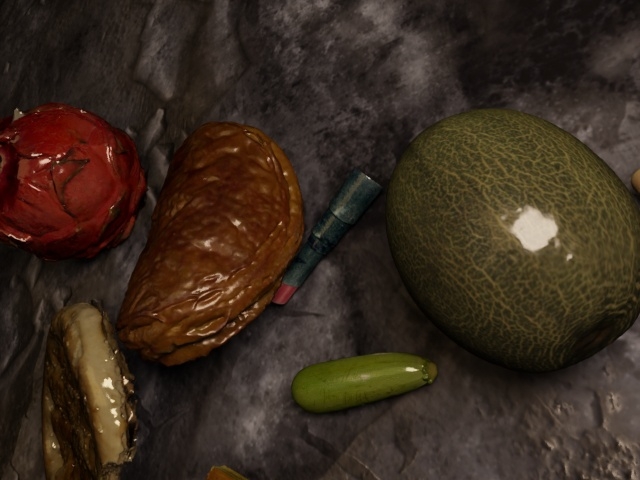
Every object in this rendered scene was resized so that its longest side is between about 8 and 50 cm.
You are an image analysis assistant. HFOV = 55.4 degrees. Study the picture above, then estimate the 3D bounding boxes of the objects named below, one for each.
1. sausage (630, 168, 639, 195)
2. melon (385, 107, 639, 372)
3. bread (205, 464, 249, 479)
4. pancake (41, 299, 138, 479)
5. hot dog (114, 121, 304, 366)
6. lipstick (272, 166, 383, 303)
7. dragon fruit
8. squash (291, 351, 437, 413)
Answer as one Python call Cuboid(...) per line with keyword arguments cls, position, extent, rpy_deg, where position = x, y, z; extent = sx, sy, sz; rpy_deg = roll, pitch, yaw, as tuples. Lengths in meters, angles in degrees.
Cuboid(cls="sausage", position=(0.428, 0.027, 0.587), extent=(0.066, 0.066, 0.301), rpy_deg=(-41, 50, 13))
Cuboid(cls="melon", position=(0.193, -0.010, 0.648), extent=(0.237, 0.237, 0.301), rpy_deg=(-40, 48, 13))
Cuboid(cls="bread", position=(-0.123, 0.365, 0.824), extent=(0.095, 0.035, 0.090), rpy_deg=(14, 78, 37))
Cuboid(cls="pancake", position=(-0.354, 0.271, 0.910), extent=(0.382, 0.071, 0.381), rpy_deg=(8, 100, 54))
Cuboid(cls="hot dog", position=(-0.164, 0.007, 0.907), extent=(0.267, 0.174, 0.387), rpy_deg=(-19, 48, 39))
Cuboid(cls="lipstick", position=(0.000, 0.000, 0.894), extent=(0.234, 0.053, 0.053), rpy_deg=(-52, 51, 5))
Cuboid(cls="dragon fruit", position=(-0.478, -0.103, 1.131), extent=(0.296, 0.302, 0.295), rpy_deg=(-1, 86, 21))
Cuboid(cls="squash", position=(0.050, 0.179, 0.774), extent=(0.201, 0.066, 0.066), rpy_deg=(-15, 62, 25))
